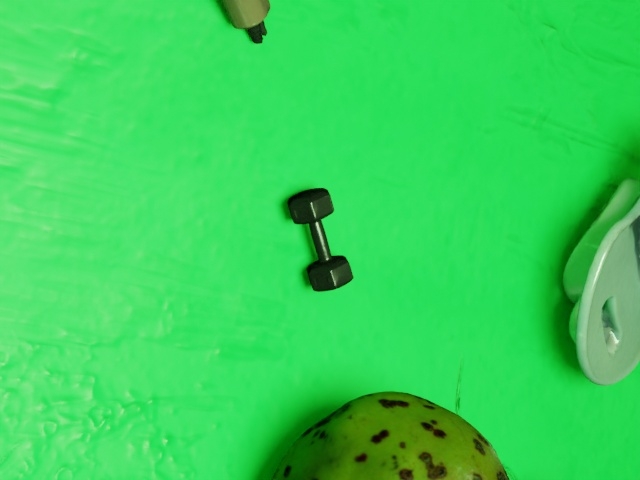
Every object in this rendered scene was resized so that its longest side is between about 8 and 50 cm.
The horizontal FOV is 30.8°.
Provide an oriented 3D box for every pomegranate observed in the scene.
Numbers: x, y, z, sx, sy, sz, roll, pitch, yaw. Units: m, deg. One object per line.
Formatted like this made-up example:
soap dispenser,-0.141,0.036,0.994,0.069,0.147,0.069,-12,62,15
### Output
pomegranate,0.061,0.225,0.922,0.246,0.198,0.198,65,45,-69

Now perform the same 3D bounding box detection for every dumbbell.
dumbbell,0.000,0.000,0.941,0.036,0.040,0.083,-17,104,-3

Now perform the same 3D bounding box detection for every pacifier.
pacifier,0.358,0.037,1.114,0.279,0.207,0.227,-50,136,-25

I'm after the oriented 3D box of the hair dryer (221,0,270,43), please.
hair dryer,-0.069,-0.218,0.852,0.064,0.117,0.181,-53,140,-25
